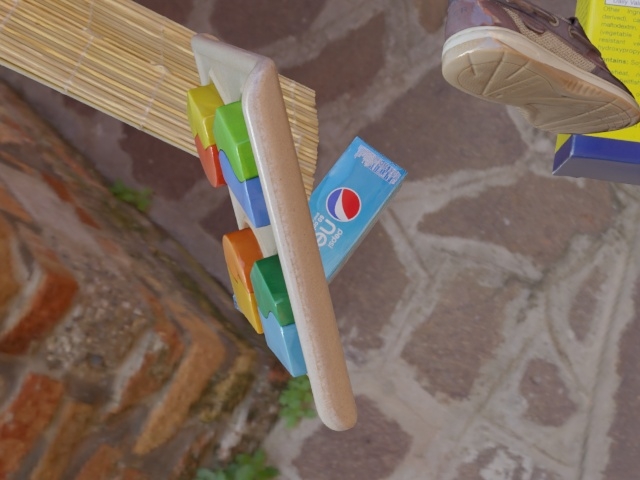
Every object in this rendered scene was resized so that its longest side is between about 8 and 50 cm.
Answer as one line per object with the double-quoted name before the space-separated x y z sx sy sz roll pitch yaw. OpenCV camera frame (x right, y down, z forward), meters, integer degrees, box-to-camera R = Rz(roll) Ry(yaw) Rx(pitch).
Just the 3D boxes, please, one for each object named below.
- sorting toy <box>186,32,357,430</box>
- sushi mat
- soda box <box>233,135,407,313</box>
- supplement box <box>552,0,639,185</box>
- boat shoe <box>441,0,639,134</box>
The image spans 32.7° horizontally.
"sorting toy" -0.037 -0.014 0.613 0.038 0.193 0.208 -16 18 -8
"sushi mat" -0.141 -0.142 0.921 0.019 0.316 0.151 -50 25 37
"soda box" 0.000 0.000 1.115 0.067 0.071 0.210 37 79 5
"supplement box" 0.401 -0.248 1.280 0.194 0.195 0.356 9 88 6
"boat shoe" 0.210 -0.164 1.003 0.103 0.285 0.092 -12 74 42
